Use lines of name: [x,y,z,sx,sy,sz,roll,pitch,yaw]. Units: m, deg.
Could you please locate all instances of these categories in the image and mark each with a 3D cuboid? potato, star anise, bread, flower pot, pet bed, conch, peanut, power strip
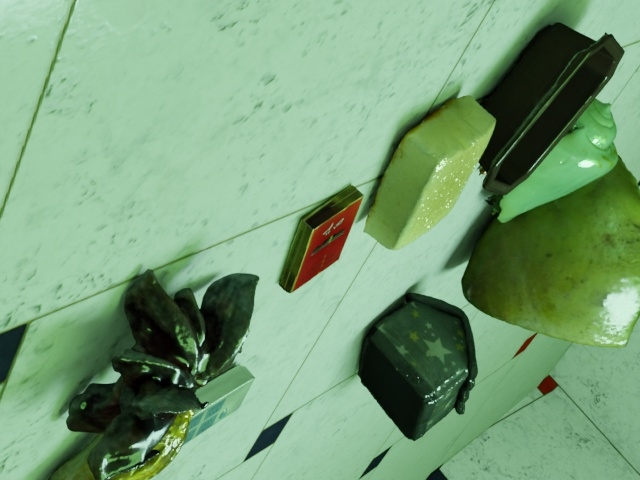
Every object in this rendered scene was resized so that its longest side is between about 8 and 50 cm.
potato: [0.372,-0.012,1.954,0.212,0.330,0.280,1,116,-23]
star anise: [-0.155,0.126,1.222,0.283,0.129,0.212,-44,169,-35]
bread: [0.131,-0.080,1.493,0.125,0.068,0.188,-33,158,-37]
flower pot: [0.280,-0.183,1.583,0.251,0.084,0.179,-52,160,12]
pet bed: [0.172,0.202,1.994,0.159,0.183,0.211,-33,156,-19]
conch: [0.338,-0.123,1.816,0.250,0.137,0.143,-33,-167,18]
peanut: [-0.229,0.248,1.359,0.206,0.087,0.087,-43,161,-3]
power strip: [-0.161,0.222,1.530,0.192,0.035,0.081,-28,154,-42]

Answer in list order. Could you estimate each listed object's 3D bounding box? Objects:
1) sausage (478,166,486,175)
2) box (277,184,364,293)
sausage: [0.265,-0.132,1.758,0.100,0.015,0.015,-49,161,6]
box: [0.000,0.000,1.442,0.090,0.023,0.133,-36,159,-36]
